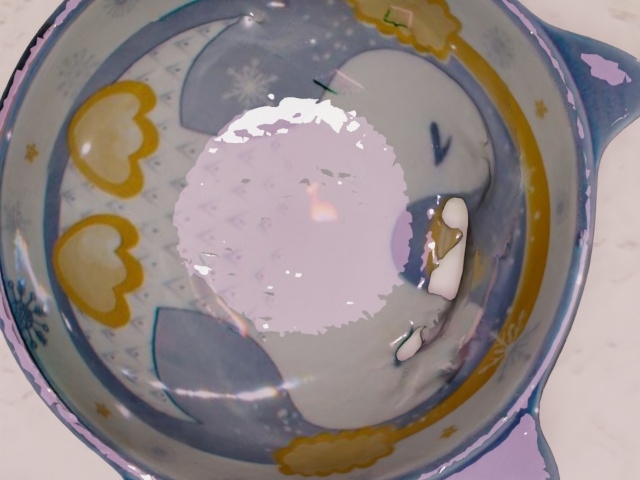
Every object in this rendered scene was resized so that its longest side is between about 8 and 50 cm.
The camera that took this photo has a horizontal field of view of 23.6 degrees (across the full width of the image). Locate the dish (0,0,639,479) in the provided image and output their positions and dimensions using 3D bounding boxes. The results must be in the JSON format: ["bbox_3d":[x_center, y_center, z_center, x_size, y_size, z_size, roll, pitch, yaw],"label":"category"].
[{"bbox_3d":[0.000,0.000,0.541,0.228,0.086,0.236,38,85,5],"label":"dish"}]
